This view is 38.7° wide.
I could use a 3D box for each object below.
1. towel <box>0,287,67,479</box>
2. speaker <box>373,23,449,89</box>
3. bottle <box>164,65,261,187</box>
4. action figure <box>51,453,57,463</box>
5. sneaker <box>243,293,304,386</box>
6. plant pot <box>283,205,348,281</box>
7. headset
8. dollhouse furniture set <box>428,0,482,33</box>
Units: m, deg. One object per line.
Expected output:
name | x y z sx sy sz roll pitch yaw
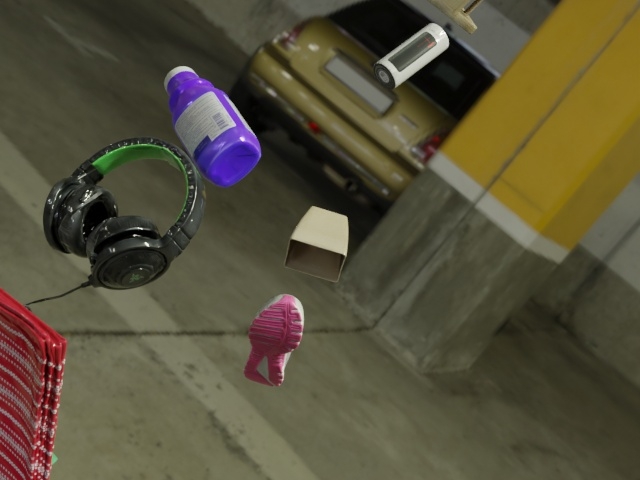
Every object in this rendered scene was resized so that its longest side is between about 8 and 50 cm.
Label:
towel | -0.373 0.177 1.047 0.199 0.274 0.031 30 30 30
speaker | 0.157 -0.318 1.572 0.055 0.136 0.055 43 -21 22
bottle | -0.210 -0.219 1.668 0.092 0.118 0.283 39 12 -49
action figure | -0.535 0.387 1.614 0.137 0.063 0.232 47 -2 -11
sneaker | -0.090 0.178 1.804 0.103 0.252 0.111 19 47 -4
plant pot | 0.000 0.000 1.726 0.109 0.096 0.109 17 -31 1
headset | -0.369 -0.016 1.492 0.243 0.394 0.185 34 -12 27
dollhouse furniture set | 0.148 -0.326 0.864 0.129 0.184 0.129 25 31 -40
